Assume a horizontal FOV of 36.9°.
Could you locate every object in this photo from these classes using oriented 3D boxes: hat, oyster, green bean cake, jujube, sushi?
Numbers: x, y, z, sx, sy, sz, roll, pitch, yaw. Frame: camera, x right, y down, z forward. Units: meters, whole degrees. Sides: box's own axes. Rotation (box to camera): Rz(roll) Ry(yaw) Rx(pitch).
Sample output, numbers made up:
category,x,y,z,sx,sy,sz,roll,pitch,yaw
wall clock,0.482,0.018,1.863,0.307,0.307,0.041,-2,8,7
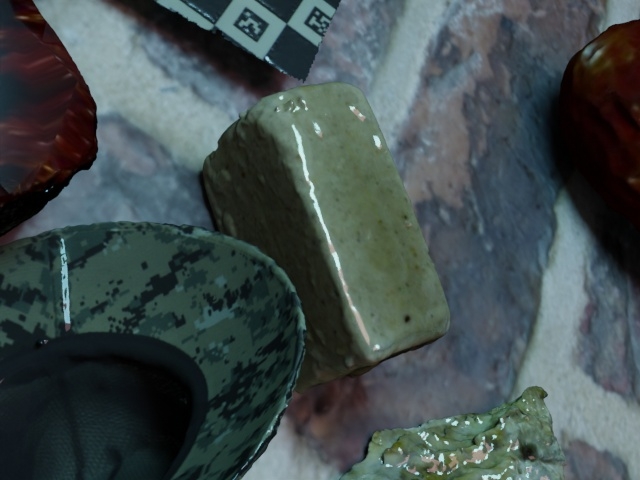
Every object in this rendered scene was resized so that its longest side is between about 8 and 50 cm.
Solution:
category,x,y,z,sx,sy,sz,roll,pitch,yaw
hat,-0.121,0.108,0.465,0.265,0.266,0.128,-57,143,-36
oyster,0.092,0.179,0.632,0.209,0.072,0.132,-7,73,-35
green bean cake,0.000,0.000,0.615,0.085,0.109,0.179,-14,80,-37
jujube,0.312,-0.078,0.829,0.174,0.174,0.250,-40,97,-39
sushi,-0.065,-0.226,0.710,0.193,0.040,0.210,27,60,-15
sushi,-0.224,-0.099,0.496,0.136,0.126,0.225,-42,103,-40
